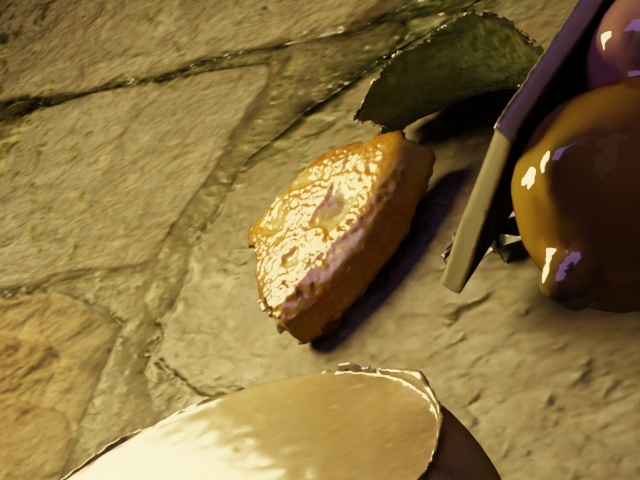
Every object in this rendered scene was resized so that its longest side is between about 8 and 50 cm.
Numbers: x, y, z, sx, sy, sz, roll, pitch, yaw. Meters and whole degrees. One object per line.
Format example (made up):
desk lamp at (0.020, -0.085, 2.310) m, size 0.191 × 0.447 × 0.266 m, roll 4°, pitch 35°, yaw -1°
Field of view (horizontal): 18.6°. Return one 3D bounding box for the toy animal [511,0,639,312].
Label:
toy animal at (0.216, -0.061, 1.226) m, size 0.195 × 0.169 × 0.281 m, roll 5°, pitch 55°, yaw 43°

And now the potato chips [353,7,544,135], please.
potato chips at (0.104, -0.123, 1.489) m, size 0.167 × 0.059 × 0.228 m, roll -12°, pitch -5°, yaw 7°

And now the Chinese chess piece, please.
Chinese chess piece at (-0.047, 0.208, 1.161) m, size 0.338 × 0.140 × 0.338 m, roll -22°, pitch 17°, yaw 7°

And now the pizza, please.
pizza at (0.000, 0.000, 1.541) m, size 0.161 × 0.062 × 0.182 m, roll 5°, pitch 62°, yaw 45°

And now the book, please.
book at (0.177, -0.128, 1.342) m, size 0.310 × 0.021 × 0.217 m, roll -56°, pitch -11°, yaw -27°

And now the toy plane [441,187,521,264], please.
toy plane at (0.120, -0.013, 1.427) m, size 0.078 × 0.031 × 0.083 m, roll -26°, pitch 35°, yaw 4°
